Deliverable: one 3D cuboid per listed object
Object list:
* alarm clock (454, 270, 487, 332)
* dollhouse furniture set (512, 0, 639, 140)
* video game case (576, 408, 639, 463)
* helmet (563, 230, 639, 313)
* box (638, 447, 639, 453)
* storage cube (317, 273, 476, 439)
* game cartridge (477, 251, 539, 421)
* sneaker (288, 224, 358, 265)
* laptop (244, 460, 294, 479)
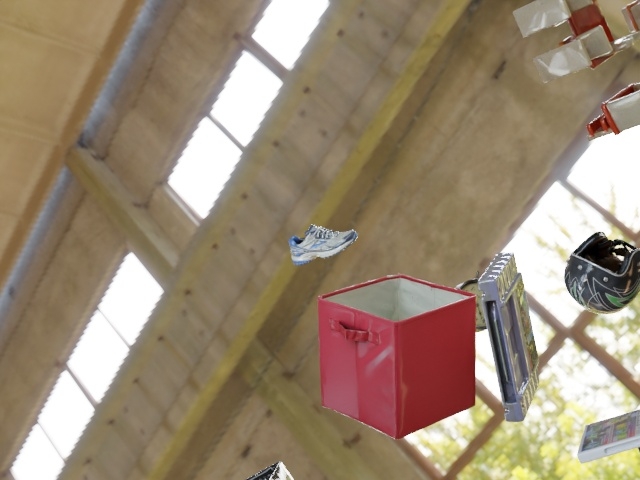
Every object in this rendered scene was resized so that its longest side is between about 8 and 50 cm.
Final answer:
[{"bbox_3d":[0.370,0.176,2.426,0.192,0.129,0.064,-44,4,-33],"label":"alarm clock"},{"bbox_3d":[0.426,-0.293,1.492,0.262,0.259,0.135,-32,10,-35],"label":"dollhouse furniture set"},{"bbox_3d":[0.555,0.338,1.749,0.183,0.023,0.201,-22,-3,20],"label":"video game case"},{"bbox_3d":[0.597,0.076,2.070,0.161,0.169,0.169,-40,-29,-16],"label":"helmet"},{"bbox_3d":[0.928,0.423,2.068,0.395,0.212,0.293,-18,-19,-12],"label":"box"},{"bbox_3d":[0.121,0.179,1.570,0.215,0.183,0.193,-15,-71,-39],"label":"storage cube"},{"bbox_3d":[0.459,0.224,2.346,0.230,0.068,0.355,-35,-65,-58],"label":"game cartridge"},{"bbox_3d":[0.000,0.000,1.692,0.135,0.058,0.052,-18,11,27],"label":"sneaker"},{"bbox_3d":[-0.059,0.508,1.643,0.264,0.234,0.136,-37,-4,40],"label":"laptop"}]
